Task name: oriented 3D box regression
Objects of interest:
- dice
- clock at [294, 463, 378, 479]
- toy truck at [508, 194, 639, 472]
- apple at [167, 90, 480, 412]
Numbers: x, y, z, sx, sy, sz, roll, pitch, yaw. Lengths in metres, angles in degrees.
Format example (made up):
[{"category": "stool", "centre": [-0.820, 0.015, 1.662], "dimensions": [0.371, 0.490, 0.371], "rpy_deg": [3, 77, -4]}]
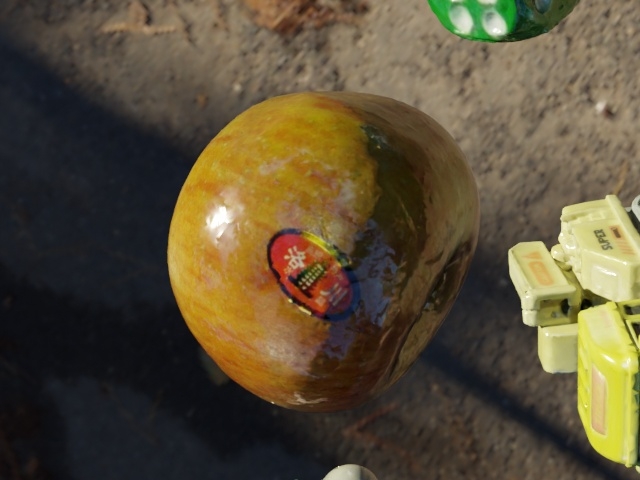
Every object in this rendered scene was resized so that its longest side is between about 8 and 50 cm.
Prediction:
[{"category": "dice", "centre": [0.172, -0.270, 1.492], "dimensions": [0.131, 0.120, 0.128], "rpy_deg": [17, 138, 40]}, {"category": "clock", "centre": [0.064, 0.348, 1.868], "dimensions": [0.231, 0.144, 0.103], "rpy_deg": [27, 135, 13]}, {"category": "toy truck", "centre": [0.234, 0.062, 1.175], "dimensions": [0.157, 0.272, 0.124], "rpy_deg": [-6, 117, -1]}, {"category": "apple", "centre": [0.000, 0.000, 1.891], "dimensions": [0.333, 0.400, 0.400], "rpy_deg": [32, 138, 13]}]
